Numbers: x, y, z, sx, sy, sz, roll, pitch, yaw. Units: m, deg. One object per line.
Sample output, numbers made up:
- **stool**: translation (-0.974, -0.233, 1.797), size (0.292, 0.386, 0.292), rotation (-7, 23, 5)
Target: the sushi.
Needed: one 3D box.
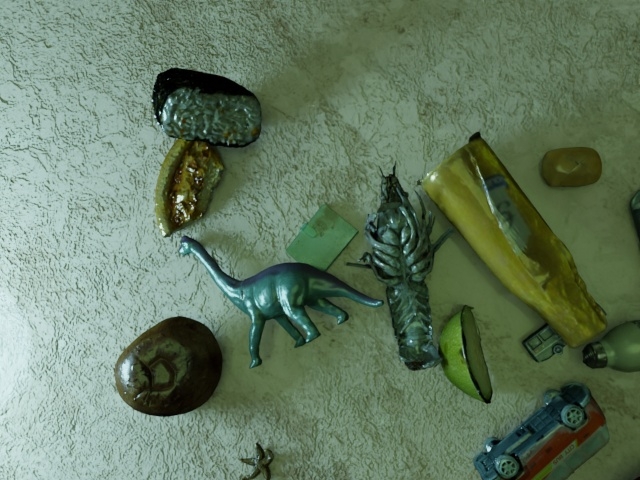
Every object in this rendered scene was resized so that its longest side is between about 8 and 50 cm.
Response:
- **sushi**: translation (-0.229, -0.271, 1.265), size (0.126, 0.225, 0.136), rotation (56, 131, 35)

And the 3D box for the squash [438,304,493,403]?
- **squash**: translation (0.266, 0.229, 1.188), size (0.085, 0.184, 0.192), rotation (-17, 82, 22)

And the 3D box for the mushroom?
- **mushroom**: translation (-0.314, 0.271, 1.270), size (0.194, 0.138, 0.231), rotation (44, 92, 8)

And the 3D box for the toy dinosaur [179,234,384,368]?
- **toy dinosaur**: translation (-0.100, 0.061, 1.246), size (0.383, 0.129, 0.331), rotation (-31, 82, 26)

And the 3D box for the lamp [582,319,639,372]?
- **lamp**: translation (0.629, 0.198, 1.174), size (0.250, 0.101, 0.101), rotation (-12, 84, -2)

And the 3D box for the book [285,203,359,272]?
- **book**: translation (0.000, 0.000, 1.312), size (0.103, 0.017, 0.135), rotation (40, 91, 8)

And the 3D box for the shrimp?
- **shrimp**: translation (0.162, 0.048, 1.226), size (0.221, 0.166, 0.410), rotation (-9, 96, 5)

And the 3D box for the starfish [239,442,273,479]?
- **starfish**: translation (-0.132, 0.474, 1.286), size (0.078, 0.028, 0.091), rotation (43, 94, 14)

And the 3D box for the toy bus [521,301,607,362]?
- **toy bus**: translation (0.484, 0.177, 1.220), size (0.166, 0.047, 0.065), rotation (-38, 78, 4)

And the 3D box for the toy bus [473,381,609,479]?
- **toy bus**: translation (0.432, 0.395, 1.179), size (0.265, 0.121, 0.120), rotation (-40, 90, 2)

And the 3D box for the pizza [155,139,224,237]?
- **pizza**: translation (-0.292, -0.132, 1.342), size (0.134, 0.056, 0.271), rotation (27, 90, 17)

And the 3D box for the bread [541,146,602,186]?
- **bread**: translation (0.510, -0.150, 1.238), size (0.115, 0.056, 0.082), rotation (0, 86, 8)

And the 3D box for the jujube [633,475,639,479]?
- **jujube**: translation (0.616, 0.531, 1.107), size (0.243, 0.183, 0.183), rotation (-38, 82, -9)

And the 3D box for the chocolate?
- **chocolate**: translation (0.387, 0.001, 1.185), size (0.162, 0.162, 0.445), rotation (-38, 79, 3)

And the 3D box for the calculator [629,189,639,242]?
- **calculator**: translation (0.705, -0.003, 1.206), size (0.141, 0.045, 0.246), rotation (-15, 84, 6)
